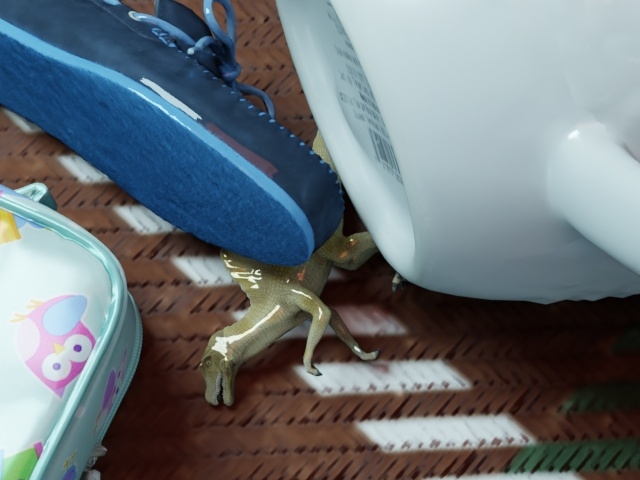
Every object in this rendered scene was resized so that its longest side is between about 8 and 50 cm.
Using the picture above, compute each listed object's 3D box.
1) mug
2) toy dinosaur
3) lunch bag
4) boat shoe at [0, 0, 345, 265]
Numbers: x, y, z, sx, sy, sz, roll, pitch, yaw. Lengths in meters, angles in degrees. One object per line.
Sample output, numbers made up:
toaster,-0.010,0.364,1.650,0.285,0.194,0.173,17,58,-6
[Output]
mug,0.173,-0.094,0.570,0.328,0.276,0.374,-22,36,-7
toy dinosaur,0.000,0.000,0.683,0.093,0.053,0.183,20,72,7
lunch bag,-0.225,0.056,0.631,0.279,0.108,0.224,22,69,6
boat shoe,-0.084,-0.086,0.671,0.258,0.109,0.089,35,60,20
